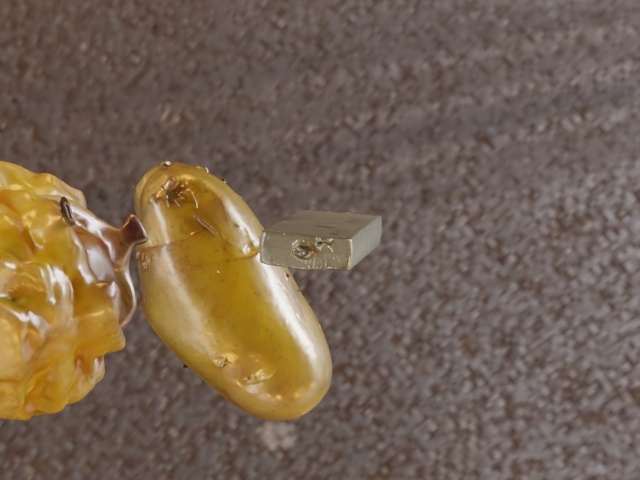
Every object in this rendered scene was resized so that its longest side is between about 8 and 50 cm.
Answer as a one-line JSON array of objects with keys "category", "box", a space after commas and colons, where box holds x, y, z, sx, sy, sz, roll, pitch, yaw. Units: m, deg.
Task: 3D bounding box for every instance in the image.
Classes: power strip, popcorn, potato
[{"category": "power strip", "box": [0.000, 0.000, 0.910, 0.051, 0.136, 0.019, 6, 98, 8]}, {"category": "popcorn", "box": [-0.171, 0.026, 0.948, 0.148, 0.152, 0.167, 57, 8, -37]}, {"category": "potato", "box": [-0.101, 0.055, 1.805, 0.300, 0.140, 0.173, 58, 38, -5]}]
